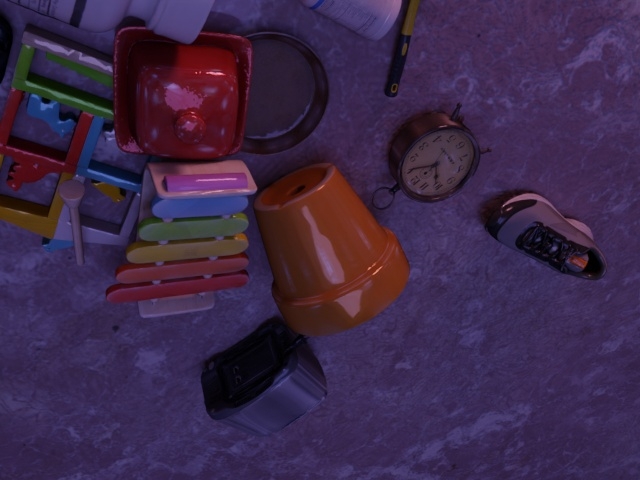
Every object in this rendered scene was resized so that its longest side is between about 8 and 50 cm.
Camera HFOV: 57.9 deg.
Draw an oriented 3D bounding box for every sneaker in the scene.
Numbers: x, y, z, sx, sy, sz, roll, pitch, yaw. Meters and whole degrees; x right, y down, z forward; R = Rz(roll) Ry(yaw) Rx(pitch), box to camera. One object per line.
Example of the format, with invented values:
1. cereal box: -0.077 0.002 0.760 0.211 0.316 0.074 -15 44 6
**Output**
1. sneaker: 0.403 -0.002 1.009 0.271 0.108 0.100 18 121 -27

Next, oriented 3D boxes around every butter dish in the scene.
1. butter dish: -0.154 -0.150 0.665 0.160 0.118 0.160 0 125 -19

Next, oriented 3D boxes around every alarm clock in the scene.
1. alarm clock: 0.152 -0.112 0.868 0.192 0.064 0.129 -39 128 10

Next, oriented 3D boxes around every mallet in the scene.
1. mallet: 0.105 -0.276 0.749 0.062 0.039 0.190 3 129 -22

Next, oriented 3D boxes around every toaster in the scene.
1. toaster: -0.087 0.248 1.026 0.227 0.129 0.146 -35 133 7

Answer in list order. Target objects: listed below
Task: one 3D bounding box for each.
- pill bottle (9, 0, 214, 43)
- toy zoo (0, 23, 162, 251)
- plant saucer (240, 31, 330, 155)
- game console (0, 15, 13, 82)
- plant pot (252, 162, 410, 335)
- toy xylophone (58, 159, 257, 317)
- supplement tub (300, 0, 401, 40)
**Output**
1. pill bottle: -0.250 -0.299 0.520 0.318 0.176 0.176 15 120 -28
2. toy zoo: -0.313 -0.100 0.745 0.192 0.030 0.293 17 119 -29
3. plant saucer: -0.072 -0.191 0.757 0.168 0.029 0.168 -9 127 -11
4. game console: -0.507 -0.217 0.560 0.361 0.044 0.213 9 143 -35
5. plant pot: 0.000 0.000 0.834 0.205 0.205 0.188 -26 114 2
6. toy xylophone: -0.207 0.001 0.766 0.236 0.081 0.323 -10 151 -18
7. supplement tub: 0.035 -0.292 0.689 0.107 0.071 0.071 16 119 -29
